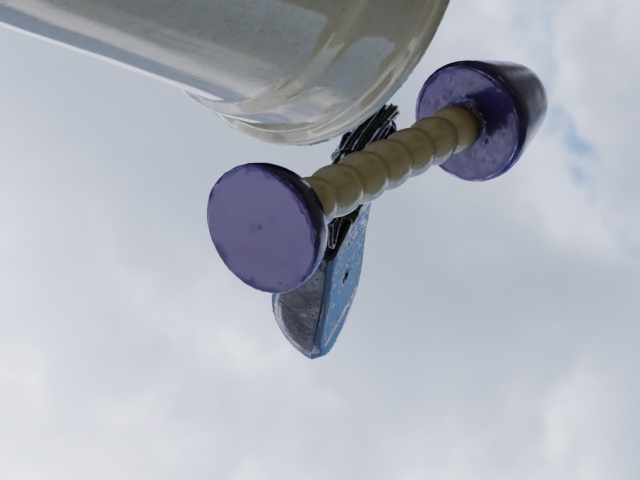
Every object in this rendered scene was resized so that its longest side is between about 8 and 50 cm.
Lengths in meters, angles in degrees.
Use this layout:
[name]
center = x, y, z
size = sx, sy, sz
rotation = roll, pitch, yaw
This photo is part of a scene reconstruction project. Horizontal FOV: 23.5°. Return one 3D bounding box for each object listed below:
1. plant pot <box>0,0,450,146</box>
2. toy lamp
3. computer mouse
[plant pot]
center = -0.118, -0.247, 1.095
size = 0.305, 0.334, 0.333
rotation = 4, -128, -43
[toy lamp]
center = 0.049, -0.048, 0.886
size = 0.080, 0.080, 0.275
rotation = 49, -139, 8
[computer mouse]
center = 0.000, 0.000, 1.502
size = 0.072, 0.272, 0.188
rotation = 20, -137, 11
